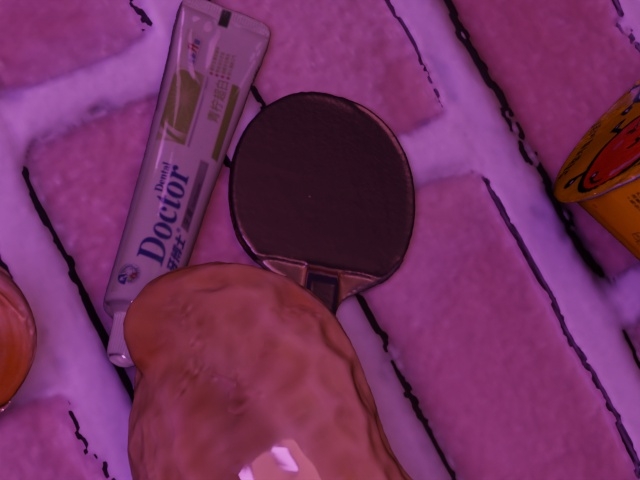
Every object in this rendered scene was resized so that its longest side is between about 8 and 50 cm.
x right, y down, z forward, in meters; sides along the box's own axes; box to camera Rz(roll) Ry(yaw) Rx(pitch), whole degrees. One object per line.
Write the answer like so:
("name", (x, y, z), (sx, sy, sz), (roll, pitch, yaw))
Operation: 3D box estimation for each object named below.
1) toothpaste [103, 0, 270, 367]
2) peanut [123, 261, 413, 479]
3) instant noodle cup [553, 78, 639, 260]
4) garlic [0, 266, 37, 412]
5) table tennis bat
("toothpaste", (-0.068, -0.030, 0.914), (0.048, 0.029, 0.197), (21, 63, -12))
("peanut", (0.011, 0.139, 0.836), (0.136, 0.120, 0.298), (-24, 79, -49))
("instant noodle cup", (0.227, -0.027, 0.946), (0.144, 0.182, 0.182), (49, 63, -9))
("garlic", (-0.179, 0.041, 0.825), (0.113, 0.074, 0.094), (-6, 109, -15))
("table tennis bat", (0.000, 0.000, 0.936), (0.095, 0.014, 0.158), (11, 67, -17))
